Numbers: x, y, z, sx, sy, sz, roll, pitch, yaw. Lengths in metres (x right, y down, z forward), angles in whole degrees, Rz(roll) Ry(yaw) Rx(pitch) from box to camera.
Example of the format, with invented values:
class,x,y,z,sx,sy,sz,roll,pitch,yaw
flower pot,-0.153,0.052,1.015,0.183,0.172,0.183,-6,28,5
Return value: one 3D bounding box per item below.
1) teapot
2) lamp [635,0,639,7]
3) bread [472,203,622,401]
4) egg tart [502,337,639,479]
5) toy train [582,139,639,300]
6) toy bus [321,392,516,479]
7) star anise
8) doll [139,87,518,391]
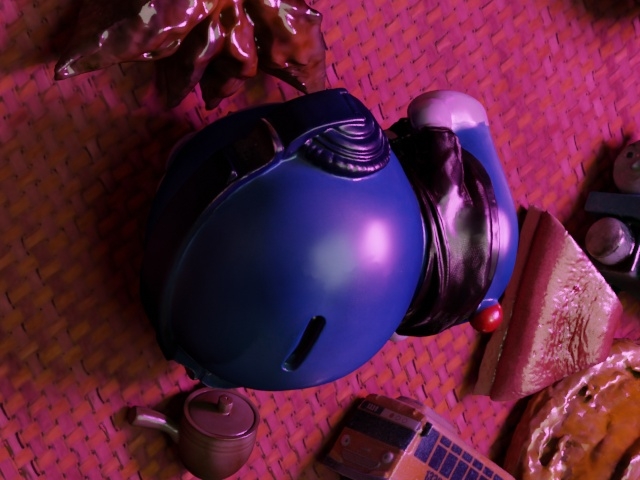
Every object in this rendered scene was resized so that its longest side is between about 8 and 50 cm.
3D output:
class,x,y,z,sx,sy,sz,roll,pitch,yaw
teapot,-0.110,0.154,1.674,0.110,0.085,0.080,5,126,-14
lamp,0.402,-0.271,1.858,0.250,0.250,0.284,-46,141,-21
bread,0.225,0.074,1.919,0.119,0.067,0.192,18,93,-19
egg tart,0.306,0.243,2.016,0.294,0.123,0.294,-14,113,-36
toy train,0.382,0.007,2.018,0.298,0.120,0.194,28,77,-43
toy bus,0.095,0.215,1.841,0.182,0.091,0.103,38,76,-44
star anise,-0.084,-0.217,1.534,0.349,0.109,0.292,39,72,-41
doll,0.000,0.000,1.587,0.310,0.240,0.284,0,132,-36
